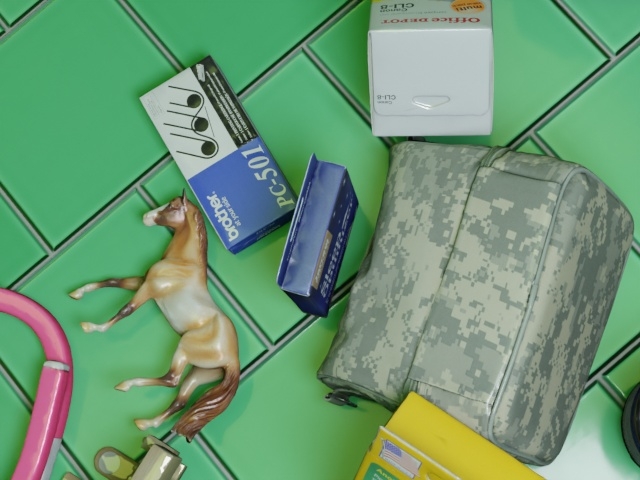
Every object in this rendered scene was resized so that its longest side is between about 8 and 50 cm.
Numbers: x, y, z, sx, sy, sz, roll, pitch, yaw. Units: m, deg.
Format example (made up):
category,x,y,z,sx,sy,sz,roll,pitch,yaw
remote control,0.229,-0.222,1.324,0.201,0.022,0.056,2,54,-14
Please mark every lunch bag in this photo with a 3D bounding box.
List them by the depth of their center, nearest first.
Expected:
category,x,y,z,sx,sy,sz,roll,pitch,yaw
lunch bag,0.146,0.050,1.350,0.256,0.212,0.305,14,81,33

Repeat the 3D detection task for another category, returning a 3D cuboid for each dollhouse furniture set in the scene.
category,x,y,z,sx,sy,sz,roll,pitch,yaw
dollhouse furniture set,-0.227,0.259,1.387,0.123,0.151,0.144,30,82,11

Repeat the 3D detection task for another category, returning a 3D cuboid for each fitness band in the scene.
category,x,y,z,sx,sy,sz,roll,pitch,yaw
fitness band,-0.390,0.193,1.469,0.209,0.054,0.290,12,80,9

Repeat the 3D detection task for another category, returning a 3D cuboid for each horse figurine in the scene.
category,x,y,z,sx,sy,sz,roll,pitch,yaw
horse figurine,-0.161,0.094,1.448,0.174,0.066,0.263,-29,70,-6

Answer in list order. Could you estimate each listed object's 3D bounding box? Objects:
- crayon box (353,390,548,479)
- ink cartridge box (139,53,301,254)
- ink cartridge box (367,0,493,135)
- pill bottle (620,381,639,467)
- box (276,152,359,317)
category,x,y,z,sx,sy,sz,roll,pitch,yaw
crayon box,0.127,0.273,1.255,0.203,0.323,0.083,33,58,11
ink cartridge box,-0.111,-0.097,1.491,0.097,0.046,0.207,-31,78,2
ink cartridge box,0.118,-0.206,1.399,0.128,0.127,0.176,-1,36,6
pill bottle,0.359,0.179,1.292,0.123,0.219,0.122,-1,80,7
box,0.000,0.000,1.367,0.037,0.225,0.136,15,82,9
